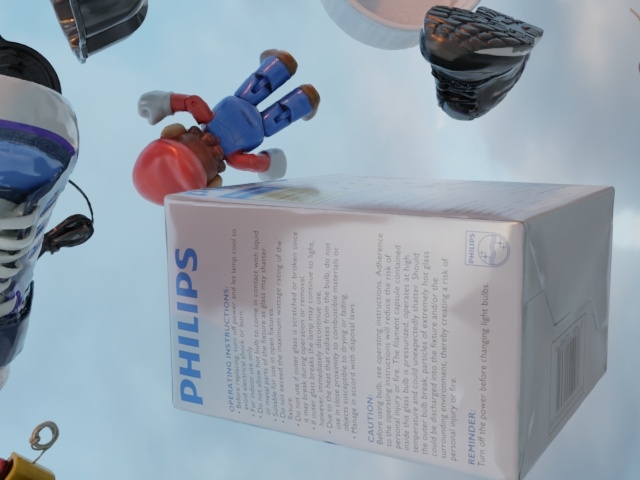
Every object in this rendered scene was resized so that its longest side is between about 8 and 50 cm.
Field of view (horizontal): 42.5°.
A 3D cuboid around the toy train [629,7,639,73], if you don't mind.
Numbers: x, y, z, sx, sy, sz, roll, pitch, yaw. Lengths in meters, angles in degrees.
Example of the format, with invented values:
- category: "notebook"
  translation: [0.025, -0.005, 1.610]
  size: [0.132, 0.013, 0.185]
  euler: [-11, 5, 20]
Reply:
- category: "toy train"
  translation: [0.636, -0.350, 1.469]
  size: [0.248, 0.105, 0.143]
  euler: [63, 175, 14]

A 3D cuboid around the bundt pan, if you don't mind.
- category: "bundt pan"
  translation: [-0.344, -0.432, 1.193]
  size: [0.124, 0.331, 0.331]
  euler: [-20, -64, -18]

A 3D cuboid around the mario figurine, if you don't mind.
- category: "mario figurine"
  translation: [-0.166, -0.171, 1.321]
  size: [0.320, 0.198, 0.170]
  euler: [-38, -24, -17]

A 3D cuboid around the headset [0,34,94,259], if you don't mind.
- category: "headset"
  translation: [-0.431, -0.147, 1.111]
  size: [0.185, 0.394, 0.243]
  euler: [-30, -17, -18]

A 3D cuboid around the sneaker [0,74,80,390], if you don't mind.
- category: "sneaker"
  translation: [-0.264, 0.032, 0.618]
  size: [0.130, 0.322, 0.237]
  euler: [7, -104, -26]

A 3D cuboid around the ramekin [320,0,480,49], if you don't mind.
- category: "ramekin"
  translation: [0.121, -0.436, 1.290]
  size: [0.277, 0.135, 0.277]
  euler: [1, -98, -10]

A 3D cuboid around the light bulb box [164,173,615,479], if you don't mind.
- category: "light bulb box"
  translation: [0.087, 0.054, 0.866]
  size: [0.358, 0.360, 0.226]
  euler: [-14, -74, -58]

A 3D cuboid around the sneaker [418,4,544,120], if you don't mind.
- category: "sneaker"
  translation: [0.174, -0.183, 0.913]
  size: [0.283, 0.107, 0.124]
  euler: [-27, -39, -60]

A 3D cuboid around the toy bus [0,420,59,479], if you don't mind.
- category: "toy bus"
  translation: [-0.414, 0.377, 1.105]
  size: [0.190, 0.104, 0.202]
  euler: [-15, -66, -40]
